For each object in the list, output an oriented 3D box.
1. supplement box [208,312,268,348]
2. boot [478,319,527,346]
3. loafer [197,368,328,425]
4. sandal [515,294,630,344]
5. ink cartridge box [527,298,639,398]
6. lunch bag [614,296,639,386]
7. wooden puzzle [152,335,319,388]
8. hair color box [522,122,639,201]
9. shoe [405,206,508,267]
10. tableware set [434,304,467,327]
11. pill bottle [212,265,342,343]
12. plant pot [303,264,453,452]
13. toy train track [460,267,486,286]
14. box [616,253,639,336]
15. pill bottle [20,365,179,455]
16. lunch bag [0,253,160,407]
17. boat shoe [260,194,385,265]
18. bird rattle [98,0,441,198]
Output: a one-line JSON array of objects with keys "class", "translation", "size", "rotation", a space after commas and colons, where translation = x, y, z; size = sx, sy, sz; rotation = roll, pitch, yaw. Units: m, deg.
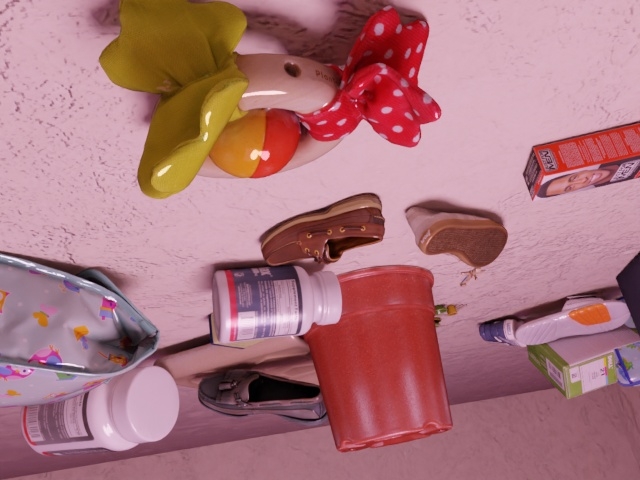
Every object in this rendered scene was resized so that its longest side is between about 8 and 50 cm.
[{"class": "supplement box", "translation": [-0.139, 0.151, 0.994], "size": [0.083, 0.056, 0.083], "rotation": [-25, 152, 29]}, {"class": "boot", "translation": [0.480, 0.239, 1.458], "size": [0.086, 0.069, 0.190], "rotation": [-9, 158, 32]}, {"class": "loafer", "translation": [-0.112, 0.288, 1.079], "size": [0.267, 0.096, 0.084], "rotation": [5, 137, 9]}, {"class": "sandal", "translation": [0.595, 0.176, 1.341], "size": [0.265, 0.076, 0.102], "rotation": [-15, 128, 12]}, {"class": "ink cartridge box", "translation": [0.666, 0.259, 1.371], "size": [0.255, 0.189, 0.097], "rotation": [-18, 111, -3]}, {"class": "lunch bag", "translation": [0.806, 0.254, 1.423], "size": [0.090, 0.219, 0.176], "rotation": [11, 148, -39]}, {"class": "wooden puzzle", "translation": [-0.134, 0.261, 1.219], "size": [0.322, 0.081, 0.348], "rotation": [-18, 150, 17]}, {"class": "hair color box", "translation": [0.326, -0.094, 0.676], "size": [0.141, 0.043, 0.072], "rotation": [-13, 157, 5]}, {"class": "shoe", "translation": [0.200, -0.010, 0.802], "size": [0.219, 0.058, 0.077], "rotation": [10, 118, -46]}, {"class": "tableware set", "translation": [0.253, 0.181, 1.266], "size": [0.104, 0.024, 0.154], "rotation": [4, 152, -29]}, {"class": "pill bottle", "translation": [-0.066, 0.092, 0.835], "size": [0.180, 0.108, 0.108], "rotation": [-3, 154, -18]}, {"class": "plant pot", "translation": [0.101, 0.219, 0.992], "size": [0.272, 0.265, 0.272], "rotation": [-9, 155, -4]}, {"class": "toy train track", "translation": [0.283, 0.073, 1.055], "size": [0.048, 0.014, 0.083], "rotation": [-6, 156, -11]}, {"class": "box", "translation": [0.823, 0.169, 1.096], "size": [0.312, 0.343, 0.179], "rotation": [-15, 157, 6]}, {"class": "pill bottle", "translation": [-0.426, 0.329, 1.092], "size": [0.283, 0.161, 0.161], "rotation": [-14, 157, 25]}, {"class": "lunch bag", "translation": [-0.374, 0.137, 0.744], "size": [0.262, 0.160, 0.223], "rotation": [18, 142, -38]}, {"class": "boat shoe", "translation": [0.000, 0.000, 0.720], "size": [0.177, 0.060, 0.064], "rotation": [-21, 154, 21]}, {"class": "bird rattle", "translation": [-0.040, -0.110, 0.450], "size": [0.253, 0.143, 0.207], "rotation": [-13, 171, -30]}]
